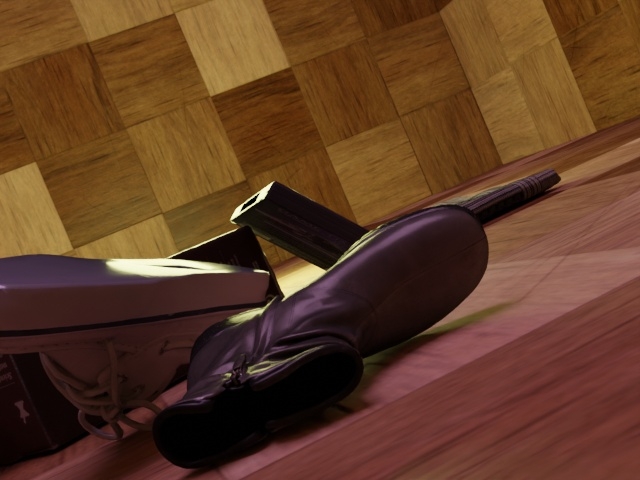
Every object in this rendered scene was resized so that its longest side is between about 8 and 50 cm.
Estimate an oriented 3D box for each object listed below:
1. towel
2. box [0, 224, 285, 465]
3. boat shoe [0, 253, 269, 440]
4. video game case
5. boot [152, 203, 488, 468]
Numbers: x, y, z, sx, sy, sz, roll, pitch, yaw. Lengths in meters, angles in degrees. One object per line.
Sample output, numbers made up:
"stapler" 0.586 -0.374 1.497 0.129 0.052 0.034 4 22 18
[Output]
"towel" 0.191 -0.037 1.436 0.312 0.056 0.324 -24 1 -23
"box" -0.237 0.117 1.016 0.191 0.143 0.381 -22 4 39
"boat shoe" -0.164 0.096 0.719 0.136 0.156 0.367 7 1 21
"video game case" 0.000 0.000 1.039 0.026 0.196 0.274 -64 11 -11
"boot" 0.016 0.065 0.555 0.246 0.083 0.161 -29 9 1
